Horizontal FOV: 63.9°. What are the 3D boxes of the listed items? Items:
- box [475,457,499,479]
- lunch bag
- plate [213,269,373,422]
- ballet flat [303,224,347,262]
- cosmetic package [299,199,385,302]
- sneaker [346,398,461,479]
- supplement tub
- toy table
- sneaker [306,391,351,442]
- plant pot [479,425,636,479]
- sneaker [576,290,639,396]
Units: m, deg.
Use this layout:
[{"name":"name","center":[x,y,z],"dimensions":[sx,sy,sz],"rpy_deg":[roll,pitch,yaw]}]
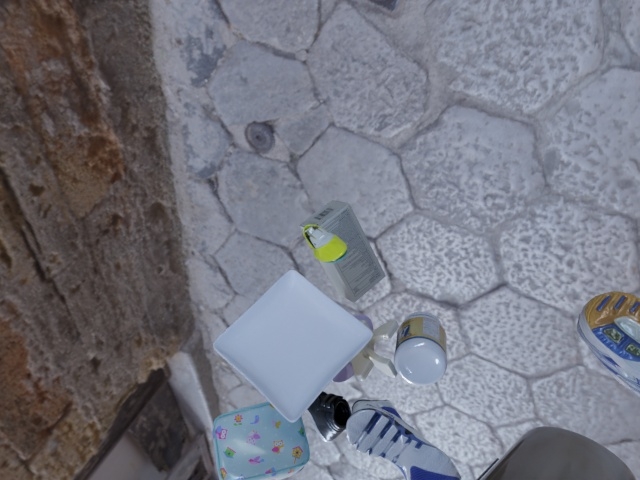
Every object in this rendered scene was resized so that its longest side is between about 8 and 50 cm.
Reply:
[{"name":"box","center":[0.322,0.560,1.064],"dimensions":[0.077,0.147,0.180],"rpy_deg":[43,113,29]},{"name":"lunch bag","center":[-0.177,0.598,1.534],"dimensions":[0.279,0.224,0.108],"rpy_deg":[-8,145,-17]},{"name":"plate","center":[-0.065,0.240,1.214],"dimensions":[0.278,0.277,0.045],"rpy_deg":[36,158,25]},{"name":"ballet flat","center":[0.000,0.000,1.320],"dimensions":[0.077,0.077,0.231],"rpy_deg":[53,175,-17]},{"name":"cosmetic package","center":[0.078,0.036,1.737],"dimensions":[0.113,0.160,0.309],"rpy_deg":[20,142,57]},{"name":"sneaker","center":[0.195,0.489,1.274],"dimensions":[0.315,0.182,0.127],"rpy_deg":[39,96,-5]},{"name":"supplement tub","center":[0.288,0.303,1.470],"dimensions":[0.144,0.199,0.144],"rpy_deg":[4,110,11]},{"name":"toy table","center":[0.145,0.372,1.758],"dimensions":[0.161,0.274,0.252],"rpy_deg":[-7,135,46]},{"name":"sneaker","center":[-0.004,0.502,1.666],"dimensions":[0.295,0.105,0.147],"rpy_deg":[54,133,9]},{"name":"plant pot","center":[0.367,0.468,0.815],"dimensions":[0.323,0.280,0.323],"rpy_deg":[29,144,24]},{"name":"sneaker","center":[0.507,0.199,0.742],"dimensions":[0.296,0.112,0.131],"rpy_deg":[52,176,24]}]
